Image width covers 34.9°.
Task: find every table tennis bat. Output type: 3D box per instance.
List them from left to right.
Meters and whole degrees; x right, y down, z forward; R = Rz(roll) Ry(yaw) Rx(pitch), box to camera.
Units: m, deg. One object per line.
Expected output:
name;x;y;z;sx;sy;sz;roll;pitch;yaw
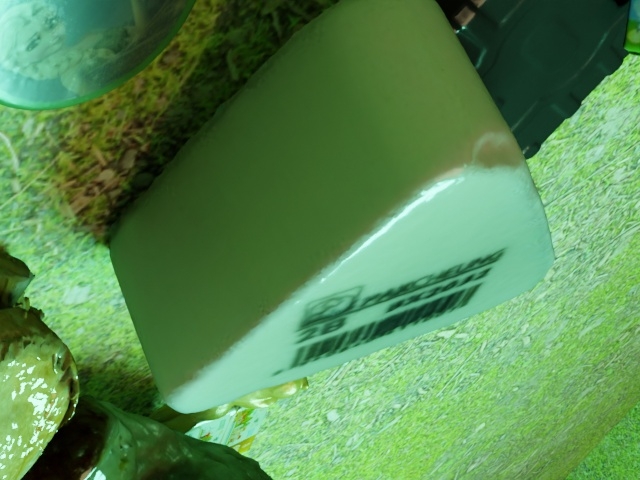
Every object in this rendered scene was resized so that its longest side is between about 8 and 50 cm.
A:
table tennis bat;-0.150;-0.141;0.515;0.160;0.039;0.257;-49;155;14

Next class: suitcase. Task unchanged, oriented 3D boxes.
suitcase;0.171;-0.177;0.838;0.206;0.066;0.286;-47;153;16

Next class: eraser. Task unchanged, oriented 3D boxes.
eraser;0.000;0.000;0.735;0.331;0.149;0.331;-20;160;-7

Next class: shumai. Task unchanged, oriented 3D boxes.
shumai;-0.166;0.211;0.910;0.222;0.203;0.272;-16;-177;11

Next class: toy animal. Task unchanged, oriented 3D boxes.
toy animal;-0.098;0.140;1.003;0.159;0.083;0.070;-25;-172;-11

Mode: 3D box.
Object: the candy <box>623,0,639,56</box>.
candy;0.291;-0.247;0.793;0.097;0.062;0.194;-38;136;-44

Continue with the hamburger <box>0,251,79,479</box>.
hamburger;-0.253;0.104;0.596;0.286;0.146;0.243;-39;171;-44

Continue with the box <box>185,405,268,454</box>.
box;-0.158;0.223;1.078;0.220;0.032;0.122;-17;145;-36
